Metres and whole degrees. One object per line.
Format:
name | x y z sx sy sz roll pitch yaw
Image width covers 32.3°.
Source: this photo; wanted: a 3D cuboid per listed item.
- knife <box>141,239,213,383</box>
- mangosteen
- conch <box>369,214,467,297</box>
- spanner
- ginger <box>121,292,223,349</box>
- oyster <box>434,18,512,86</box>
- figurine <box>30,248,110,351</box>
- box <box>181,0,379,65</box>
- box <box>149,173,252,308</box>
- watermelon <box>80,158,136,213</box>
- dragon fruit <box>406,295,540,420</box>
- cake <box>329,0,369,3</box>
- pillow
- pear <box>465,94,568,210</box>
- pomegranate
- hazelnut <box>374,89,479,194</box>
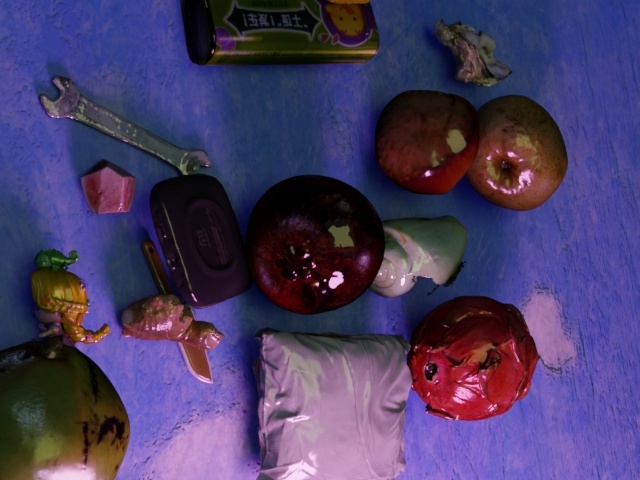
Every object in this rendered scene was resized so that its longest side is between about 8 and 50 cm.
knife | -0.224 0.115 1.764 0.046 0.022 0.256 -26 99 -38
mangosteen | 0.000 0.000 1.834 0.236 0.235 0.261 67 22 -9
conch | 0.182 0.027 1.984 0.250 0.143 0.137 -5 94 -37
spanner | -0.304 -0.170 1.749 0.302 0.017 0.071 28 69 -28
ginger | -0.226 0.122 1.709 0.165 0.096 0.067 11 39 -22
oyster | 0.288 -0.367 2.158 0.191 0.081 0.163 45 34 -23
figurine | -0.369 0.089 1.622 0.114 0.095 0.156 -3 89 -23
box | -0.067 -0.367 1.893 0.345 0.097 0.134 -8 80 -35
box | -0.183 -0.004 1.758 0.201 0.042 0.213 -22 96 -60
watermelon | -0.315 -0.080 1.700 0.092 0.072 0.085 -24 115 -39
dragon fruit | 0.271 0.212 1.974 0.252 0.241 0.241 -17 93 -20
cake | 0.020 -0.544 1.908 0.179 0.156 0.261 -13 63 -41
pillow | 0.021 0.290 1.844 0.309 0.138 0.284 4 90 -32
pear | 0.366 -0.160 2.097 0.211 0.188 0.229 -37 107 -54
pomegranate | -0.387 0.297 1.504 0.260 0.260 0.341 -9 102 -35
hazelnut | 0.199 -0.177 2.013 0.208 0.208 0.208 5 81 -34
